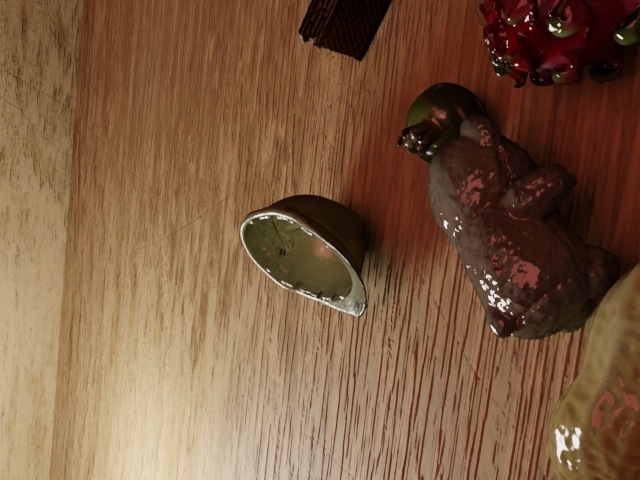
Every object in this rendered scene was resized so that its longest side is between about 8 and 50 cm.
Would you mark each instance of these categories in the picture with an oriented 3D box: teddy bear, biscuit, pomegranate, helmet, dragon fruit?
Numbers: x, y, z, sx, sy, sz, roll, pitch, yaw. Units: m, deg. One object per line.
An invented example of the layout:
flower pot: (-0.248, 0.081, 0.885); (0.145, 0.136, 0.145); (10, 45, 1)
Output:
teddy bear: (0.226, -0.010, 0.763); (0.236, 0.151, 0.267); (98, 160, -53)
biscuit: (0.060, -0.410, 1.011); (0.070, 0.106, 0.252); (54, 128, 37)
pomegranate: (0.160, -0.153, 0.858); (0.115, 0.142, 0.114); (21, 125, 34)
helmet: (0.005, -0.001, 1.047); (0.258, 0.137, 0.204); (23, 144, 32)
dragon fruit: (0.277, -0.305, 0.691); (0.198, 0.218, 0.272); (2, 86, 13)

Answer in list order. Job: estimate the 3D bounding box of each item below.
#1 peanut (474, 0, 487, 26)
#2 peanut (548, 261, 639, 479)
peanut: (0.241, -0.351, 0.818); (0.076, 0.076, 0.152); (44, 127, 42)
peanut: (0.330, 0.142, 0.645); (0.152, 0.152, 0.313); (37, 122, 45)
